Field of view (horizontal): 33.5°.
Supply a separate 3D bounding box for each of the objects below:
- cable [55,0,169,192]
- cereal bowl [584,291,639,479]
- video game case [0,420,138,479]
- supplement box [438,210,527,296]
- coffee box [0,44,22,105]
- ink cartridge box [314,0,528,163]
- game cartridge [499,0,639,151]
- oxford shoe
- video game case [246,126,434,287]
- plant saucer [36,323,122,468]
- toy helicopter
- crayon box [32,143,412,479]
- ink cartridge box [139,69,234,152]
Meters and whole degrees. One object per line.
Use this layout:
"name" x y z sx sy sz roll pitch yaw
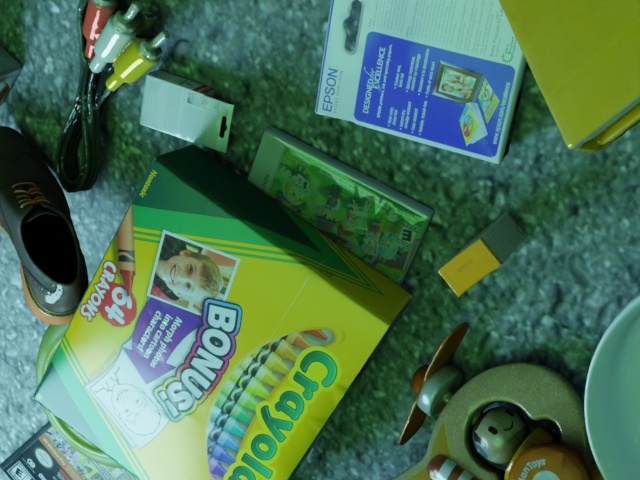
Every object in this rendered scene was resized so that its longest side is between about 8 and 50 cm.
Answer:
"cable" -0.272 -0.182 1.234 0.139 0.072 0.287 48 124 14
"cereal bowl" 0.434 0.157 1.001 0.339 0.141 0.339 13 113 32
"video game case" -0.293 0.358 1.489 0.248 0.035 0.275 -40 90 32
"supplement box" 0.169 0.013 1.101 0.062 0.098 0.036 -41 87 32
"coffee box" -0.492 -0.142 1.312 0.098 0.141 0.246 43 122 2
"ink cartridge box" 0.109 -0.203 1.071 0.208 0.045 0.206 17 116 15
"game cartridge" 0.250 -0.281 0.865 0.285 0.052 0.324 -41 58 45
"oxford shoe" -0.339 -0.038 1.271 0.271 0.097 0.098 61 152 18
"video game case" 0.000 0.000 1.216 0.212 0.023 0.193 28 120 11
"plant saucer" -0.271 0.190 1.380 0.241 0.037 0.241 3 102 16
"toy helicopter" 0.131 0.250 1.188 0.355 0.140 0.235 -34 72 20
"crayon box" -0.122 0.127 1.229 0.313 0.106 0.363 35 114 9
"ink cartridge box" -0.149 -0.148 1.219 0.115 0.029 0.063 20 117 15
